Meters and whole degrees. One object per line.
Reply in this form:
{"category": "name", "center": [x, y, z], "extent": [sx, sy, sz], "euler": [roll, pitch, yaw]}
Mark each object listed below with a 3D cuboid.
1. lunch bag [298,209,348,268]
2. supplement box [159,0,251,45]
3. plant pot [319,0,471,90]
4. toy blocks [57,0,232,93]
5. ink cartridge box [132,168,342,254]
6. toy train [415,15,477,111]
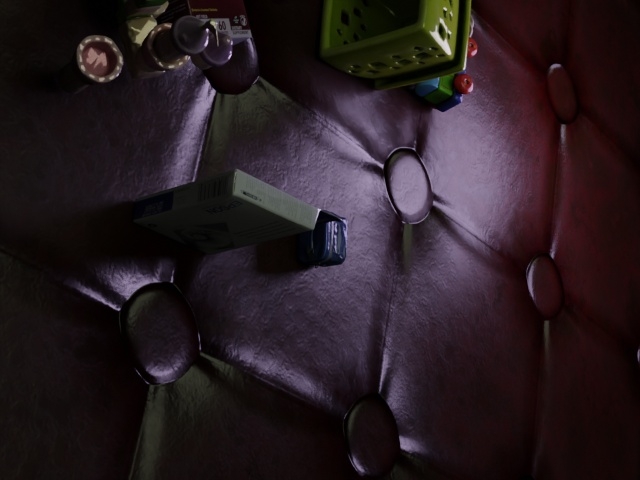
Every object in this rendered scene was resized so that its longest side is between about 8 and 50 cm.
{"category": "lunch bag", "center": [0.000, 0.000, 1.973], "extent": [0.065, 0.067, 0.098], "euler": [18, 68, -45]}
{"category": "supplement box", "center": [-0.201, -0.425, 1.850], "extent": [0.130, 0.073, 0.239], "euler": [-14, 90, -49]}
{"category": "plant pot", "center": [0.151, -0.406, 2.141], "extent": [0.207, 0.228, 0.227], "euler": [32, 57, -49]}
{"category": "toy blocks", "center": [-0.213, -0.377, 1.622], "extent": [0.309, 0.260, 0.289], "euler": [-13, 89, -32]}
{"category": "ink cartridge box", "center": [-0.121, -0.028, 1.721], "extent": [0.224, 0.223, 0.045], "euler": [23, 64, -42]}
{"category": "toy train", "center": [0.228, -0.392, 2.324], "extent": [0.143, 0.105, 0.248], "euler": [23, 62, -29]}
